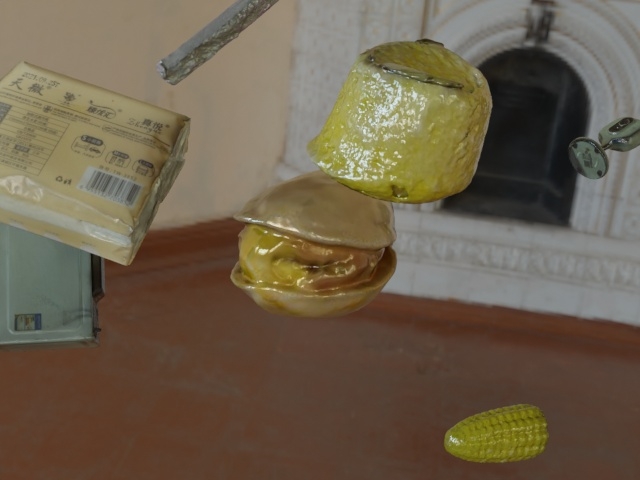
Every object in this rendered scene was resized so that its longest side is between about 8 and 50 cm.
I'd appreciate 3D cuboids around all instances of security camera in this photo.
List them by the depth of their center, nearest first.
[{"bbox_3d":[0.341,-0.118,1.214,0.092,0.058,0.058,-38,41,-26],"label":"security camera"}]

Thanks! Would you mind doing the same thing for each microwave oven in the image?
[{"bbox_3d":[-0.391,0.052,1.474,0.163,0.205,0.129,-1,-10,-8],"label":"microwave oven"}]

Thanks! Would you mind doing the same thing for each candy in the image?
[{"bbox_3d":[0.312,0.356,1.886,0.198,0.106,0.094,-1,29,-25],"label":"candy"}]

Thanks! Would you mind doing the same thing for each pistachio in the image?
[{"bbox_3d":[0.000,0.000,1.547,0.230,0.230,0.308,22,24,38],"label":"pistachio"}]

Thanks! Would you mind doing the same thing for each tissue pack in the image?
[{"bbox_3d":[-0.274,-0.088,1.133,0.222,0.090,0.186,17,53,3],"label":"tissue pack"}]

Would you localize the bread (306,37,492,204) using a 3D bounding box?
[{"bbox_3d":[0.094,-0.133,1.184,0.197,0.171,0.197,13,26,-7],"label":"bread"}]

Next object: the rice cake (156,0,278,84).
[{"bbox_3d":[-0.178,-0.361,1.801,0.270,0.049,0.055,-43,45,-16],"label":"rice cake"}]
